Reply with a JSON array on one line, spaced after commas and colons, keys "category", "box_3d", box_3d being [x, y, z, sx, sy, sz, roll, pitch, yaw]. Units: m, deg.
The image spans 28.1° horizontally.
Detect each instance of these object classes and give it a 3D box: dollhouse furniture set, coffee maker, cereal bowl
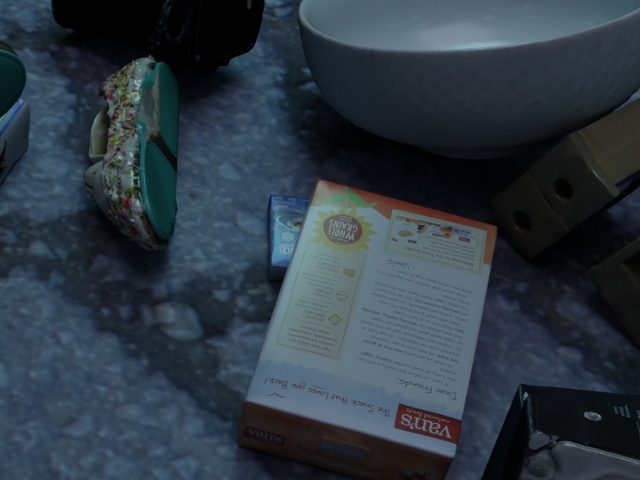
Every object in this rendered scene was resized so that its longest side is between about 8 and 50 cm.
[{"category": "dollhouse furniture set", "box_3d": [0.271, -0.008, 1.127, 0.129, 0.129, 0.183, -28, 81, -36]}, {"category": "coffee maker", "box_3d": [-0.167, -0.240, 1.215, 0.178, 0.120, 0.171, 20, 4, 24]}, {"category": "cereal bowl", "box_3d": [0.152, -0.172, 1.201, 0.339, 0.141, 0.339, -5, 28, 2]}]

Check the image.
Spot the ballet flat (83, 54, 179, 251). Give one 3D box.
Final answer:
[{"category": "ballet flat", "box_3d": [-0.164, -0.068, 1.107, 0.077, 0.091, 0.241, -18, 38, 11]}]

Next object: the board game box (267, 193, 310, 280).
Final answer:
[{"category": "board game box", "box_3d": [0.000, 0.000, 1.104, 0.090, 0.020, 0.090, 5, 45, -9]}]

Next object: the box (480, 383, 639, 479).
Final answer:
[{"category": "box", "box_3d": [0.193, 0.184, 0.855, 0.158, 0.156, 0.093, 6, 42, -7]}]

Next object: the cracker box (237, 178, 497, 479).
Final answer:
[{"category": "cracker box", "box_3d": [0.041, 0.070, 0.991, 0.156, 0.067, 0.232, 16, 48, 2]}]

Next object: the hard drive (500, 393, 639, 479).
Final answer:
[{"category": "hard drive", "box_3d": [0.251, 0.245, 0.746, 0.339, 0.237, 0.064, 16, 19, 1]}]

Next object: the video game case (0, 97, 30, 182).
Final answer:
[{"category": "video game case", "box_3d": [-0.410, -0.064, 1.040, 0.270, 0.061, 0.244, 16, 44, 3]}]

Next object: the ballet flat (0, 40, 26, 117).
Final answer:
[{"category": "ballet flat", "box_3d": [-0.357, -0.094, 0.975, 0.096, 0.095, 0.280, 24, 43, 28]}]
